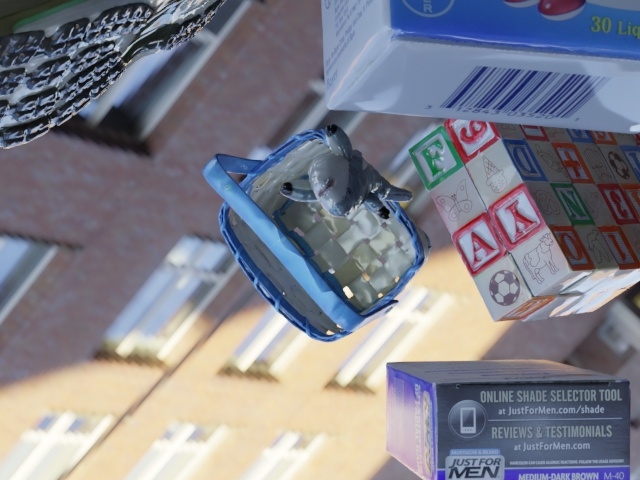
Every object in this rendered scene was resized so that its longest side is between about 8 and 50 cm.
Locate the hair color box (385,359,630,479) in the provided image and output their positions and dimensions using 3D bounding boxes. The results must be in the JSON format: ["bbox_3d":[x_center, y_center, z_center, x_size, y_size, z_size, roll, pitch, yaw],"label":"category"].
[{"bbox_3d":[0.175,0.178,1.757,0.185,0.110,0.339,-1,178,-5],"label":"hair color box"}]

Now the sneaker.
[{"bbox_3d":[-0.209,-0.209,1.362,0.182,0.158,0.410,44,-139,7],"label":"sneaker"}]

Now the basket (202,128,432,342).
[{"bbox_3d":[0.000,0.000,2.075,0.255,0.201,0.289,50,-168,13],"label":"basket"}]

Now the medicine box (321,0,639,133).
[{"bbox_3d":[0.141,-0.245,1.346,0.263,0.149,0.289,3,-109,-16],"label":"medicine box"}]

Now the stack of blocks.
[{"bbox_3d":[0.224,-0.029,1.577,0.297,0.087,0.171,-3,-119,-54],"label":"stack of blocks"}]

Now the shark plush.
[{"bbox_3d":[0.029,-0.036,1.482,0.067,0.073,0.161,45,-174,23],"label":"shark plush"}]
